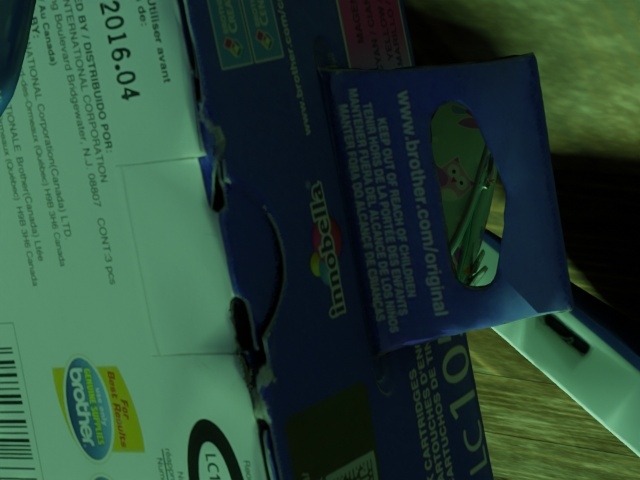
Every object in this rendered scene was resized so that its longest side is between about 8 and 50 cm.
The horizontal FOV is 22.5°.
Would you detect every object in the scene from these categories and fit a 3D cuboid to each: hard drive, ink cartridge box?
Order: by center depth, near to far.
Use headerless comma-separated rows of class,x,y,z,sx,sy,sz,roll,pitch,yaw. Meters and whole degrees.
ink cartridge box,-0.096,0.002,0.673,0.395,0.270,0.151,-5,-171,38
hard drive,0.202,0.091,0.971,0.210,0.040,0.318,42,-172,33

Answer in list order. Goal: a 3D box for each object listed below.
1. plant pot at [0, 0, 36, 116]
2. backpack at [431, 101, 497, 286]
plant pot,-0.185,-0.133,0.401,0.236,0.236,0.212,8,168,-15
backpack,0.000,0.000,0.813,0.166,0.188,0.144,17,164,-3
